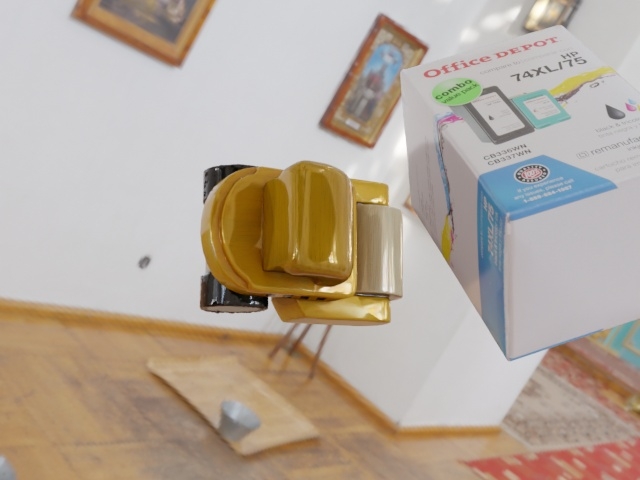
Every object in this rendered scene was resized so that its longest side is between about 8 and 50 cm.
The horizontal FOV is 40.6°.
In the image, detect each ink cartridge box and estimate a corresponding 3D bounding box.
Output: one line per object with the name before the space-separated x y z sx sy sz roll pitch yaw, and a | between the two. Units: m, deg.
ink cartridge box | 0.223 -0.059 0.896 0.270 0.198 0.197 -115 -170 -49

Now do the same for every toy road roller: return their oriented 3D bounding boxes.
toy road roller | 0.000 0.000 1.151 0.329 0.203 0.240 6 -12 -28
